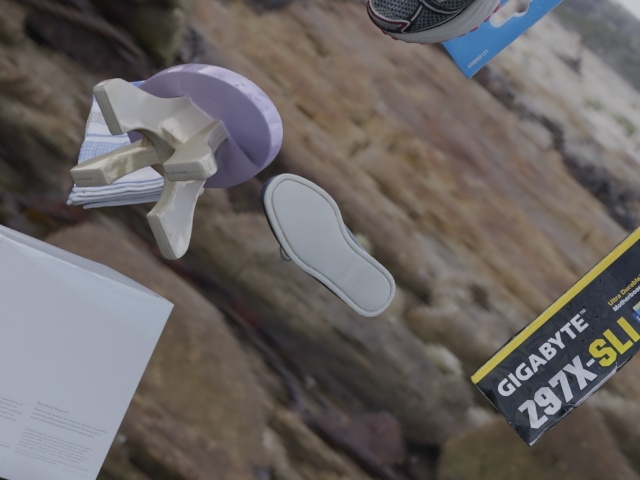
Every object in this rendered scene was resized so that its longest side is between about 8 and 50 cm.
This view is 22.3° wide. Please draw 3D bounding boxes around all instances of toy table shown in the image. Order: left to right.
[{"bbox_3d":[-0.198,-0.120,2.156,0.161,0.274,0.252,-39,106,-41],"label":"toy table"}]

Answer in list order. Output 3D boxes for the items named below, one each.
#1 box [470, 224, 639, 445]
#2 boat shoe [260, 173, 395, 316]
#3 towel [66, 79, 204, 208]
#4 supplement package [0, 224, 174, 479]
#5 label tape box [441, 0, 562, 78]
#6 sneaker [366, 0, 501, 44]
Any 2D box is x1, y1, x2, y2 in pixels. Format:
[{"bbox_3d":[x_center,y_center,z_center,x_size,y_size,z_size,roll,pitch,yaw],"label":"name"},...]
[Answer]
[{"bbox_3d":[0.249,0.061,1.383,0.079,0.257,0.322,50,3,9],"label":"box"},{"bbox_3d":[0.000,0.000,2.053,0.254,0.095,0.079,41,-7,-36],"label":"boat shoe"},{"bbox_3d":[-0.266,-0.157,2.479,0.285,0.209,0.034,-87,169,-47],"label":"towel"},{"bbox_3d":[-0.283,0.102,1.497,0.194,0.203,0.149,25,-1,-36],"label":"supplement package"},{"bbox_3d":[0.234,-0.429,2.366,0.348,0.249,0.115,58,19,22],"label":"label tape box"},{"bbox_3d":[0.150,-0.298,1.661,0.112,0.299,0.121,10,65,-39],"label":"sneaker"}]
